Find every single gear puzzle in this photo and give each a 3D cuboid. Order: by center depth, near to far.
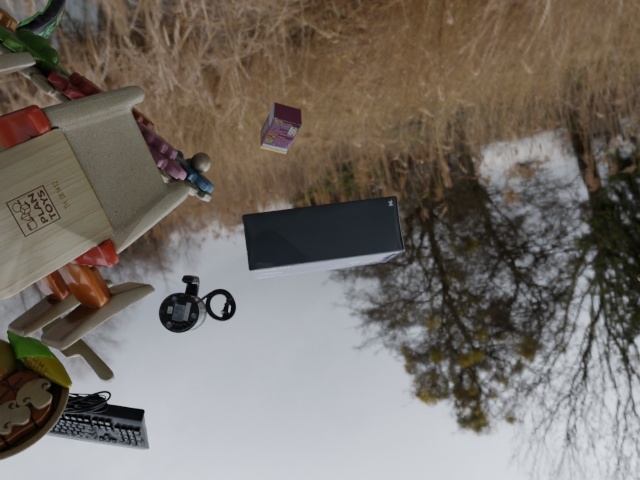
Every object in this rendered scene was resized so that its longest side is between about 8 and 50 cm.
[{"bbox_3d":[-0.249,-0.164,0.635,0.044,0.339,0.175,-52,170,2],"label":"gear puzzle"}]

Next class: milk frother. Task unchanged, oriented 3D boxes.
[{"bbox_3d":[-0.259,0.151,1.320,0.143,0.129,0.135,28,173,0],"label":"milk frother"}]

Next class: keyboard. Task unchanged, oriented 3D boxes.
[{"bbox_3d":[-0.298,0.210,0.702,0.191,0.100,0.038,6,-144,3],"label":"keyboard"}]

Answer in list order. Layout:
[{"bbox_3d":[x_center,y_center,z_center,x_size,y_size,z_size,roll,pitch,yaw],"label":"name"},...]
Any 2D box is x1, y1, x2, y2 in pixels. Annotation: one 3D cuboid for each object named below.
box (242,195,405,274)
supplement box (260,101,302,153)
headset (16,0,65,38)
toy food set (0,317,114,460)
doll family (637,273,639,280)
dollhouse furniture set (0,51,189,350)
[{"bbox_3d":[0.000,0.000,1.081,0.261,0.103,0.184,-7,170,-5],"label":"box"},{"bbox_3d":[-0.075,-0.206,1.122,0.054,0.043,0.083,12,143,-21],"label":"supplement box"},{"bbox_3d":[-0.532,-0.441,0.831,0.243,0.394,0.185,-50,-172,-31],"label":"headset"},{"bbox_3d":[-0.308,0.147,0.578,0.132,0.039,0.192,32,-128,26],"label":"toy food set"},{"bbox_3d":[0.407,0.033,0.595,0.192,0.112,0.076,0,178,12],"label":"doll family"},{"bbox_3d":[-0.229,-0.037,0.433,0.259,0.262,0.135,2,-149,44],"label":"dollhouse furniture set"}]
